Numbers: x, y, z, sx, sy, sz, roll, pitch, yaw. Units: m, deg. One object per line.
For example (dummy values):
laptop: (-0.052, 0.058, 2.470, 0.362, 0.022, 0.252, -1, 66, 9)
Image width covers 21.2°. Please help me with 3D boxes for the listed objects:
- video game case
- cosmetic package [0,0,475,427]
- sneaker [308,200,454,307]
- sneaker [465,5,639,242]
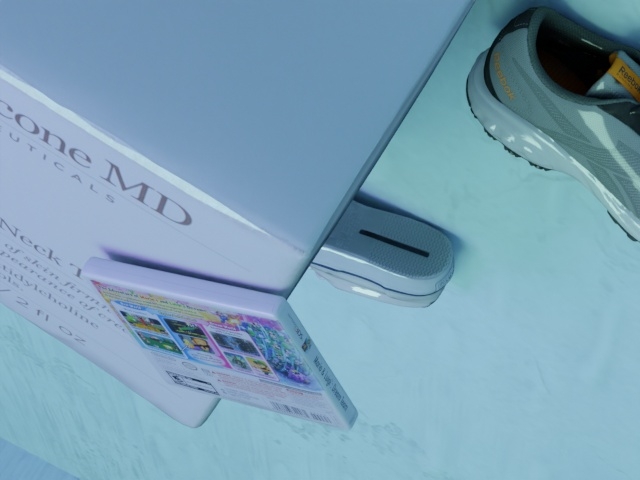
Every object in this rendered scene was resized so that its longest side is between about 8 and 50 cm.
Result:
video game case: (-0.066, 0.069, 1.138, 0.157, 0.019, 0.143, 11, 149, 31)
cosmetic package: (-0.112, -0.124, 1.242, 0.329, 0.327, 0.393, 32, 154, 0)
sneaker: (0.000, 0.000, 1.612, 0.258, 0.094, 0.091, 26, 150, 12)
sneaker: (0.233, -0.071, 1.218, 0.272, 0.100, 0.108, 31, 150, 4)
